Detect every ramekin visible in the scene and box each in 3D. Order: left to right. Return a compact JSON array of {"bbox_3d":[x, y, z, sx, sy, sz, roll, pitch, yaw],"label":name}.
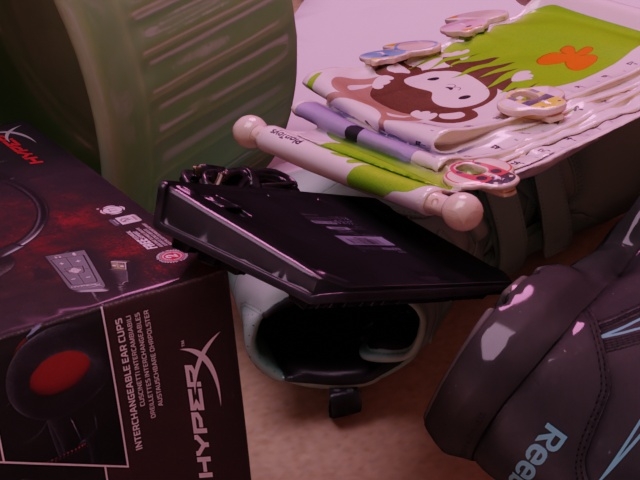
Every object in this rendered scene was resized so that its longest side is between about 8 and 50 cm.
[{"bbox_3d":[-0.154,-0.115,0.847,0.303,0.303,0.148,19,38,39],"label":"ramekin"}]

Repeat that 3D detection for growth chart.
[{"bbox_3d":[0.076,-0.071,0.748,0.172,0.021,0.237,19,37,41],"label":"growth chart"}]

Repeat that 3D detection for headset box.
[{"bbox_3d":[-0.205,0.062,0.618,0.293,0.110,0.218,-16,26,-24],"label":"headset box"}]

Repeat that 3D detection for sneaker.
[{"bbox_3d":[0.079,0.000,0.770,0.256,0.094,0.151,-18,29,7],"label":"sneaker"},{"bbox_3d":[0.156,0.036,0.718,0.106,0.101,0.267,38,50,18],"label":"sneaker"}]

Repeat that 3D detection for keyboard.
[{"bbox_3d":[0.000,0.000,0.631,0.108,0.023,0.180,31,12,23],"label":"keyboard"}]

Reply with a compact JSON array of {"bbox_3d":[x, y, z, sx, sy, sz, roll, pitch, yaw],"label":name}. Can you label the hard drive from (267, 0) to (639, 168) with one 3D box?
[{"bbox_3d":[0.118,-0.098,0.940,0.307,0.040,0.203,1,33,19],"label":"hard drive"}]
